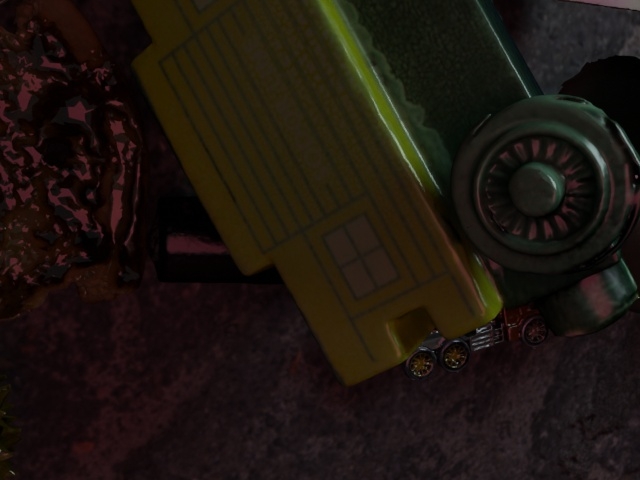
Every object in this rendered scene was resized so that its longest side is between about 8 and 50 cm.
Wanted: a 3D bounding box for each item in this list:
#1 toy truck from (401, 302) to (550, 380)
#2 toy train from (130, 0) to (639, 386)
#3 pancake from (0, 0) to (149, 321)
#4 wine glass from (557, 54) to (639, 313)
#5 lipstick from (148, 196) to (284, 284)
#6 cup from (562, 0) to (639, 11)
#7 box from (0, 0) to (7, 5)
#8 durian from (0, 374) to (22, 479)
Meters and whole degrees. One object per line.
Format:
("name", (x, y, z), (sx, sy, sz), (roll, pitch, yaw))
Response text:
("toy truck", (0.129, 0.068, 0.735), (0.192, 0.083, 0.092), (-13, 104, -15))
("toy train", (0.027, -0.108, 0.524), (0.272, 0.179, 0.442), (-30, 88, 24))
("pancake", (-0.214, -0.051, 0.605), (0.212, 0.056, 0.257), (35, 98, -16))
("wine glass", (0.353, -0.029, 0.715), (0.322, 0.238, 0.238), (27, 93, -21))
("lipstick", (0.000, 0.000, 0.676), (0.299, 0.081, 0.081), (0, 103, -18))
("cup", (0.202, -0.327, 0.592), (0.253, 0.253, 0.274), (1, 112, -19))
("box", (-0.210, -0.294, 0.467), (0.138, 0.178, 0.274), (35, 88, -7))
("durian", (-0.324, 0.104, 0.531), (0.166, 0.172, 0.306), (-39, 127, -11))
